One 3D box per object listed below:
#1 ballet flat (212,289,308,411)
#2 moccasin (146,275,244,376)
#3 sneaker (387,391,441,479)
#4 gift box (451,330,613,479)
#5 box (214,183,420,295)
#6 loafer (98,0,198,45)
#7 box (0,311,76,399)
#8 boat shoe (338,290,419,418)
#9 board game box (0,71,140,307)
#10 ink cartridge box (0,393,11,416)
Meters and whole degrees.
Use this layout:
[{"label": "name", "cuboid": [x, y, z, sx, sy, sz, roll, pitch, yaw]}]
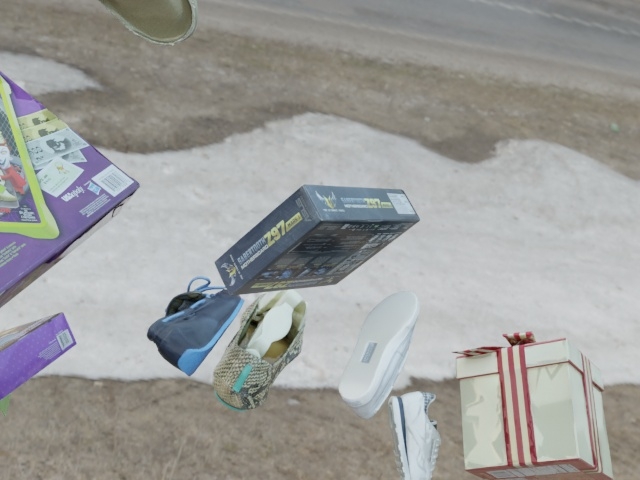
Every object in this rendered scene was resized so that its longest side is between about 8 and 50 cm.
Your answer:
[{"label": "ballet flat", "cuboid": [-0.109, 0.206, 1.824, 0.164, 0.182, 0.483, 30, 20, 0]}, {"label": "moccasin", "cuboid": [-0.221, 0.132, 1.464, 0.117, 0.137, 0.342, 36, 5, -2]}, {"label": "sneaker", "cuboid": [0.194, 0.416, 1.583, 0.095, 0.234, 0.090, -7, -1, -8]}, {"label": "gift box", "cuboid": [0.391, 0.326, 1.562, 0.255, 0.277, 0.258, 41, 44, -51]}, {"label": "box", "cuboid": [0.000, 0.000, 1.088, 0.233, 0.183, 0.059, -2, 58, -51]}, {"label": "loafer", "cuboid": [-0.220, -0.301, 0.857, 0.102, 0.268, 0.092, -22, 47, 15]}, {"label": "box", "cuboid": [-0.480, 0.188, 1.057, 0.201, 0.057, 0.293, -18, 9, 14]}, {"label": "boat shoe", "cuboid": [0.086, 0.150, 1.062, 0.066, 0.063, 0.184, 1, 47, 30]}, {"label": "board game box", "cuboid": [-0.296, -0.031, 0.574, 0.208, 0.056, 0.347, 43, 29, -5]}, {"label": "ink cartridge box", "cuboid": [-0.714, 0.243, 1.622, 0.056, 0.171, 0.235, -30, 71, -41]}]
